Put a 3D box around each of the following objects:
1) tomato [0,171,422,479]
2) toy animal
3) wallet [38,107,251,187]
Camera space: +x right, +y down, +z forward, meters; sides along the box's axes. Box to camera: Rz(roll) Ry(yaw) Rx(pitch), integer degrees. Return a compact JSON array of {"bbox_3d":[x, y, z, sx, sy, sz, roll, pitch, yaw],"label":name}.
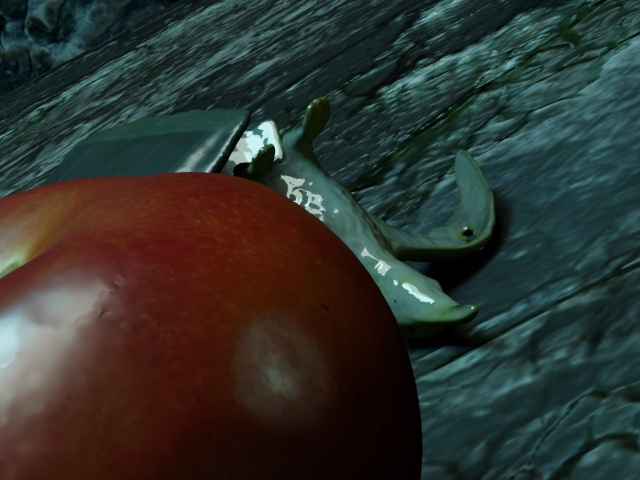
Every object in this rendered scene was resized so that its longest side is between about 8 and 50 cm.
[{"bbox_3d":[-0.063,0.065,0.411,0.195,0.136,0.195,-26,17,9],"label":"tomato"},{"bbox_3d":[0.000,0.000,0.602,0.219,0.095,0.155,-35,11,-21],"label":"toy animal"},{"bbox_3d":[-0.127,0.043,0.623,0.245,0.052,0.168,-56,21,-19],"label":"wallet"}]
